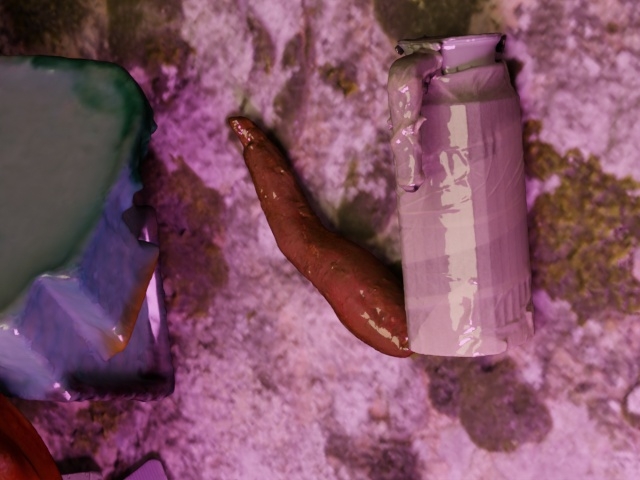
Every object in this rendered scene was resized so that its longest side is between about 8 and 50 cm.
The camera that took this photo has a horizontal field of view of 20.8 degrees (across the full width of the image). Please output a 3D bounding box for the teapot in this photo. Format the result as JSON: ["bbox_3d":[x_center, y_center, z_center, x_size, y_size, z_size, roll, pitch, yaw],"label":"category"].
[{"bbox_3d":[0.079,-0.030,1.089,0.077,0.107,0.200,0,98,36],"label":"teapot"}]

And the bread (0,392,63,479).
[{"bbox_3d":[-0.331,0.204,1.190,0.295,0.114,0.328,26,129,-12],"label":"bread"}]

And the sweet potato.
[{"bbox_3d":[0.000,0.000,1.184,0.214,0.050,0.050,50,121,23],"label":"sweet potato"}]

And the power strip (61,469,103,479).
[{"bbox_3d":[-0.204,0.203,1.362,0.090,0.016,0.040,-13,67,37],"label":"power strip"}]

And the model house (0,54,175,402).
[{"bbox_3d":[-0.226,0.025,1.274,0.280,0.249,0.230,6,62,22],"label":"model house"}]

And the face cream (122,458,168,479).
[{"bbox_3d":[-0.120,0.316,1.304,0.154,0.096,0.274,-41,63,34],"label":"face cream"}]
